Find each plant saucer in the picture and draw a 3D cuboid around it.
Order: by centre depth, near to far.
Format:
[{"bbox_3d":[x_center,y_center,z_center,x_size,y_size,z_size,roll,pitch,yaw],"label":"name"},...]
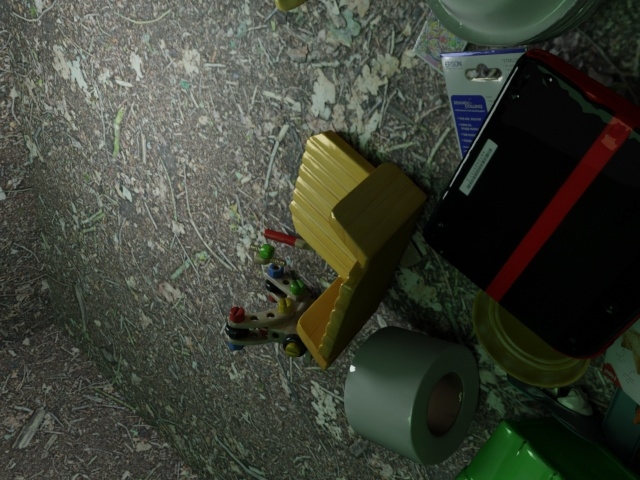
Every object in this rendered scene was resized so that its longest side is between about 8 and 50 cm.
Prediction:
[{"bbox_3d":[0.534,0.325,1.119,0.067,0.018,0.192,28,130,33],"label":"plant saucer"}]

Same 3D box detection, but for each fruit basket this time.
[{"bbox_3d":[0.430,0.543,1.116,0.392,0.283,0.391,-176,90,-67],"label":"fruit basket"}]

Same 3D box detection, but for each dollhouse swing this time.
[{"bbox_3d":[0.000,0.000,1.296,0.305,0.315,0.346,33,137,15],"label":"dollhouse swing"}]

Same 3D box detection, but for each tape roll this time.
[{"bbox_3d":[0.189,0.310,1.302,0.169,0.246,0.246,12,121,43],"label":"tape roll"}]

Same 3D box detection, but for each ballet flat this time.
[{"bbox_3d":[0.434,0.283,1.163,0.203,0.074,0.074,36,135,35],"label":"ballet flat"}]

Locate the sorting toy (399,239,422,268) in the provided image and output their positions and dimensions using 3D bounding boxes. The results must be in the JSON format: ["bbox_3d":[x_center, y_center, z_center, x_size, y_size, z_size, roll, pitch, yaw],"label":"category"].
[{"bbox_3d":[0.171,0.013,1.322,0.062,0.012,0.083,-34,87,48],"label":"sorting toy"}]

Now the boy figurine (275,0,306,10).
[{"bbox_3d":[-0.031,-0.551,1.136,0.177,0.092,0.285,32,134,30],"label":"boy figurine"}]

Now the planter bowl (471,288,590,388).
[{"bbox_3d":[0.382,0.140,1.112,0.217,0.090,0.217,26,130,36],"label":"planter bowl"}]

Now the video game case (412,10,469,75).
[{"bbox_3d":[0.210,-0.345,1.065,0.087,0.011,0.122,44,138,19],"label":"video game case"}]

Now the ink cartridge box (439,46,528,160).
[{"bbox_3d":[0.302,-0.125,1.006,0.176,0.069,0.370,20,135,55],"label":"ink cartridge box"}]

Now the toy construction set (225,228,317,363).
[{"bbox_3d":[-0.066,0.149,1.545,0.237,0.257,0.308,15,101,20],"label":"toy construction set"}]

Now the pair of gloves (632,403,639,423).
[{"bbox_3d":[0.564,0.287,1.049,0.083,0.010,0.074,18,125,12],"label":"pair of gloves"}]

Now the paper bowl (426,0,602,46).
[{"bbox_3d":[0.249,-0.407,0.852,0.284,0.148,0.284,19,117,42],"label":"paper bowl"}]

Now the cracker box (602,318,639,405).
[{"bbox_3d":[0.514,0.148,0.946,0.155,0.067,0.232,-128,30,-56],"label":"cracker box"}]

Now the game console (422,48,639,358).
[{"bbox_3d":[0.348,-0.030,0.920,0.342,0.060,0.386,43,139,20],"label":"game console"}]
